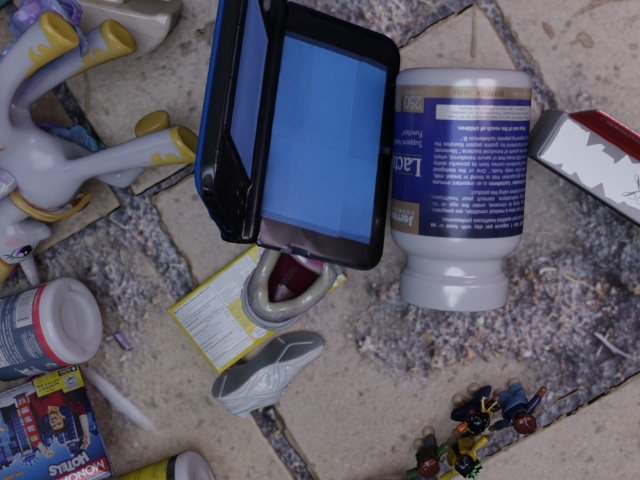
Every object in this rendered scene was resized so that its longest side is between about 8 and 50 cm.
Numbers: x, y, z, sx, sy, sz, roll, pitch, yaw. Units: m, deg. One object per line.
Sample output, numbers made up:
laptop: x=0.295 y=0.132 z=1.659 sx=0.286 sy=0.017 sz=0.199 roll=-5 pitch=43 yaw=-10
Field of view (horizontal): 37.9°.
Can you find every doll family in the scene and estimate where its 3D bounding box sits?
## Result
doll family: x=0.188 y=0.232 z=1.124 sx=0.076 sy=0.111 sz=0.193 roll=38 pitch=99 yaw=-2

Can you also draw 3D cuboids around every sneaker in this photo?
sneaker: x=-0.059 y=0.167 z=1.168 sx=0.152 sy=0.053 sz=0.061 roll=-30 pitch=124 yaw=0
sneaker: x=0.000 y=0.000 z=1.078 sx=0.103 sy=0.111 sz=0.252 roll=31 pitch=89 yaw=-5

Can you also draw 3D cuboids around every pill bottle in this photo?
pill bottle: x=-0.370 y=0.116 z=1.142 sx=0.180 sy=0.108 sz=0.108 roll=-15 pitch=98 yaw=21
pill bottle: x=0.157 y=-0.061 z=1.060 sx=0.153 sy=0.153 sz=0.264 roll=2 pitch=98 yaw=4
pill bottle: x=-0.236 y=0.354 z=1.170 sx=0.208 sy=0.119 sz=0.119 roll=-23 pitch=96 yaw=7

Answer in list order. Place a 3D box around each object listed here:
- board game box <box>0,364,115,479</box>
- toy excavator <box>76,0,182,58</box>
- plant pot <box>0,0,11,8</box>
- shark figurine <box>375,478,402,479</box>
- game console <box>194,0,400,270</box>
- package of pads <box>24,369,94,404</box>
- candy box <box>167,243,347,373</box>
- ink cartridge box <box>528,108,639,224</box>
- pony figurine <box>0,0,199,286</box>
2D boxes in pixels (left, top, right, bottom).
board game box: x=-0.355 y=0.276 z=1.136 sx=0.194 sy=0.060 sz=0.194 roll=-20 pitch=79 yaw=-7
toy excavator: x=-0.114 y=-0.447 z=0.994 sx=0.445 sy=0.222 sz=0.433 roll=-11 pitch=116 yaw=11
plant pot: x=-0.448 y=-0.384 z=0.922 sx=0.341 sy=0.334 sz=0.341 roll=-2 pitch=101 yaw=-11
shark figurine: x=0.018 y=0.389 z=1.185 sx=0.278 sy=0.166 sz=0.116 roll=-45 pitch=119 yaw=-8
game console: x=-0.010 y=-0.142 z=0.968 sx=0.173 sy=0.250 sz=0.293 roll=4 pitch=74 yaw=5
package of pads: x=-0.337 y=0.199 z=1.197 sx=0.050 sy=0.032 sz=0.083 roll=-43 pitch=94 yaw=6
candy box: x=-0.079 y=0.066 z=1.160 sx=0.206 sy=0.027 sz=0.105 roll=-37 pitch=92 yaw=8
ink cartridge box: x=0.370 y=-0.038 z=0.994 sx=0.296 sy=0.261 sz=0.066 roll=32 pitch=99 yaw=-1
pony figurine: x=-0.359 y=-0.110 z=1.035 sx=0.363 sy=0.303 sz=0.351 roll=-33 pitch=123 yaw=25
